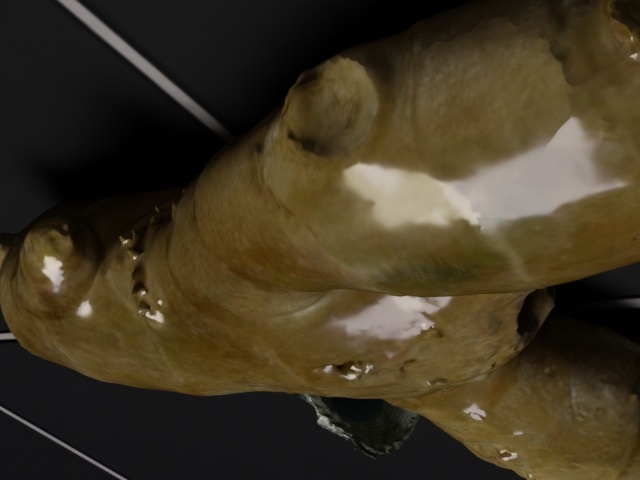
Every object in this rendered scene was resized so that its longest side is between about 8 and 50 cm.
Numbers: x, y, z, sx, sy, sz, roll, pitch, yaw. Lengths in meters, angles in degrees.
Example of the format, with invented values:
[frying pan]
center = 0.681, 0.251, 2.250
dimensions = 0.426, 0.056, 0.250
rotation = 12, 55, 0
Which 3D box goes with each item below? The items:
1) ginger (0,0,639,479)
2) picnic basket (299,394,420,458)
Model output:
[ginger]
center = -0.004, 0.010, 0.569
dimensions = 0.348, 0.122, 0.363
rotation = 4, 163, 10
[picnic basket]
center = 0.026, 0.080, 0.758
dimensions = 0.083, 0.065, 0.083
rotation = 38, 166, -27
